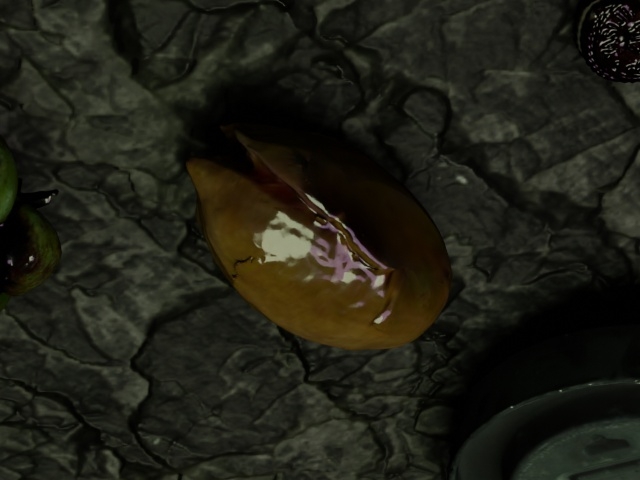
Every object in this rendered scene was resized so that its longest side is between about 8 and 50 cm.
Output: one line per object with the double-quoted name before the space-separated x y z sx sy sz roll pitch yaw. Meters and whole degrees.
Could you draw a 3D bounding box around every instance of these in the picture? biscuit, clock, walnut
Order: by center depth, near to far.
"biscuit" 0.222 -0.147 1.337 0.089 0.027 0.087 -31 131 15
"walnut" 0.000 0.000 1.345 0.137 0.137 0.245 -39 134 21
"clock" 0.262 0.184 1.554 0.319 0.066 0.319 4 141 3

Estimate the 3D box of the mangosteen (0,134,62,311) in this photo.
"mangosteen" -0.290 0.004 1.241 0.243 0.243 0.243 -7 132 -8
